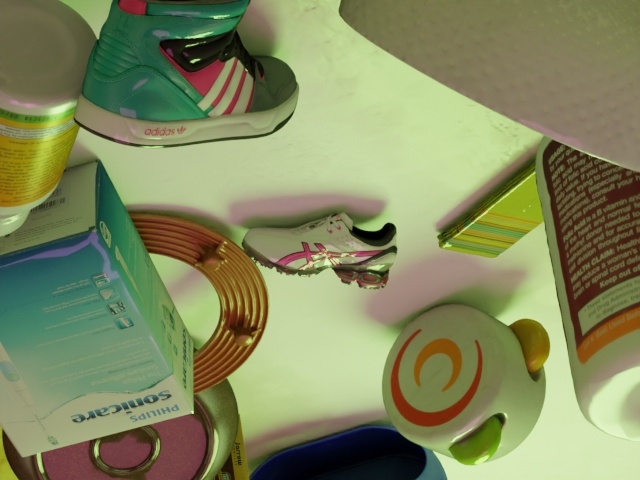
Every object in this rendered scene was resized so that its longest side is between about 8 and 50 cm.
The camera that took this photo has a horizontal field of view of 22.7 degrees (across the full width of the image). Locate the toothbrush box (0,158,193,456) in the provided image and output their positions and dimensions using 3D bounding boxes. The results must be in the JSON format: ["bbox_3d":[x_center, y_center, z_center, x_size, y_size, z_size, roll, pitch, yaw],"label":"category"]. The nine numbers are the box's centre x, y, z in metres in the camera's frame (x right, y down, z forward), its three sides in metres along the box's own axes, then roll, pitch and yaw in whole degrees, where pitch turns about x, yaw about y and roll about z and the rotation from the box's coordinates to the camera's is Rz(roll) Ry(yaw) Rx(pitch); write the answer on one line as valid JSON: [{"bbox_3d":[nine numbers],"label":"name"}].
[{"bbox_3d":[-0.287,0.082,1.762,0.216,0.126,0.295,-16,129,9],"label":"toothbrush box"}]

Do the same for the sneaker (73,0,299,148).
[{"bbox_3d":[-0.100,-0.193,1.464,0.295,0.123,0.178,-18,131,-58],"label":"sneaker"}]

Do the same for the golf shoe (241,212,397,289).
[{"bbox_3d":[0.000,0.000,1.866,0.186,0.067,0.086,8,112,-19],"label":"golf shoe"}]

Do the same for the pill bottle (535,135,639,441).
[{"bbox_3d":[0.337,-0.018,1.590,0.224,0.392,0.224,-3,147,-2],"label":"pill bottle"}]

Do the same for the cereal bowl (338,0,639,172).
[{"bbox_3d":[0.193,-0.192,1.397,0.339,0.339,0.141,15,107,-35],"label":"cereal bowl"}]

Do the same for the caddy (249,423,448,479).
[{"bbox_3d":[0.038,0.414,2.369,0.341,0.241,0.179,-19,152,13],"label":"caddy"}]

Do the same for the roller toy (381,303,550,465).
[{"bbox_3d":[0.192,0.188,2.095,0.191,0.209,0.146,10,168,43],"label":"roller toy"}]

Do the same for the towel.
[{"bbox_3d":[0.248,-0.051,1.888,0.102,0.021,0.237,9,143,-39],"label":"towel"}]

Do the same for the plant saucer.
[{"bbox_3d":[-0.257,0.258,2.083,0.310,0.050,0.311,-6,121,-10],"label":"plant saucer"}]

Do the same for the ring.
[{"bbox_3d":[-0.227,0.096,1.899,0.336,0.032,0.337,-5,134,-5],"label":"ring"}]

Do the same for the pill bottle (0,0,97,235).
[{"bbox_3d":[-0.300,-0.110,1.512,0.136,0.136,0.246,3,146,-22],"label":"pill bottle"}]

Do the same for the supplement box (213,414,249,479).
[{"bbox_3d":[-0.212,0.355,2.299,0.194,0.129,0.191,-3,148,-13],"label":"supplement box"}]
